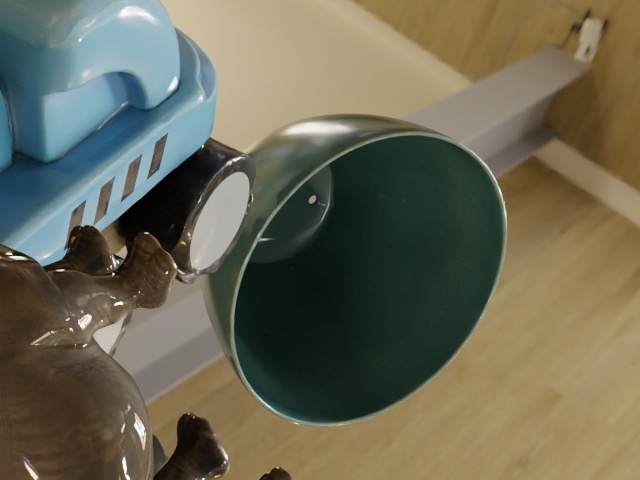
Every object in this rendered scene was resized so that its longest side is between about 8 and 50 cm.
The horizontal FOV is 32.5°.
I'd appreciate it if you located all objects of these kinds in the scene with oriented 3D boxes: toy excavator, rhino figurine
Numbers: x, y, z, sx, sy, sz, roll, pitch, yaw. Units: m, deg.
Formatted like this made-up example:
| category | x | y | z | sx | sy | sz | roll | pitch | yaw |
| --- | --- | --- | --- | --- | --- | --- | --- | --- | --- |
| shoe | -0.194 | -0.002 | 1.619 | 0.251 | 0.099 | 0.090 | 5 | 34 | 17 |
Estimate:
| category | x | y | z | sx | sy | sz | roll | pitch | yaw |
| --- | --- | --- | --- | --- | --- | --- | --- | --- | --- |
| toy excavator | -0.223 | -0.104 | 0.619 | 0.222 | 0.445 | 0.433 | 25 | -135 | 18 |
| rhino figurine | -0.106 | 0.033 | 0.387 | 0.106 | 0.073 | 0.243 | -36 | -80 | -35 |

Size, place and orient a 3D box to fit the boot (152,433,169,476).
| category | x | y | z | sx | sy | sz | roll | pitch | yaw |
| --- | --- | --- | --- | --- | --- | --- | --- | --- | --- |
| boot | -0.254 | 0.090 | 0.496 | 0.348 | 0.131 | 0.260 | 48 | -109 | -8 |

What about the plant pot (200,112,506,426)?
| category | x | y | z | sx | sy | sz | roll | pitch | yaw |
| --- | --- | --- | --- | --- | --- | --- | --- | --- | --- |
| plant pot | 0.000 | 0.000 | 1.034 | 0.290 | 0.290 | 0.195 | -5 | -152 | -33 |
